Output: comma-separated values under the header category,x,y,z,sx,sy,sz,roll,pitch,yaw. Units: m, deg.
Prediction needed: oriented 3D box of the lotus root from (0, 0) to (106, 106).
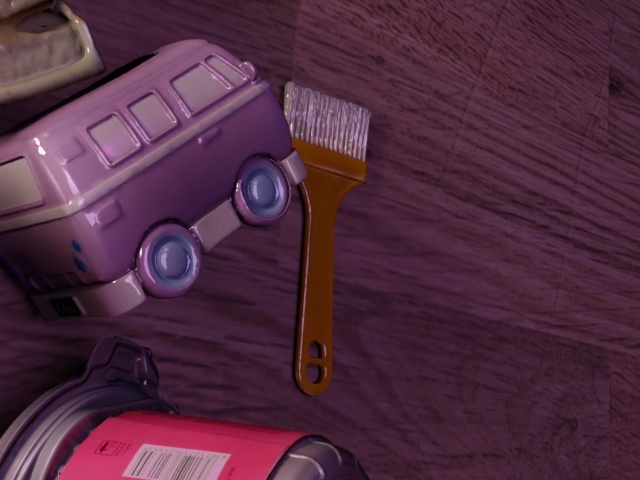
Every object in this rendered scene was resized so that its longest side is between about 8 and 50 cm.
category,x,y,z,sx,sy,sz,roll,pitch,yaw
lotus root,-0.241,-0.188,0.616,0.119,0.138,0.235,-32,104,-35

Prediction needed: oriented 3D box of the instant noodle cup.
category,x,y,z,sx,sy,sz,roll,pitch,yaw
instant noodle cup,-0.069,0.209,0.600,0.258,0.181,0.302,15,74,-66

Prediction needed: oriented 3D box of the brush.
category,x,y,z,sx,sy,sz,roll,pitch,yaw
brush,0.000,0.000,0.875,0.103,0.013,0.272,13,74,-39

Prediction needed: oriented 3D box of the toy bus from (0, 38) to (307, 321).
category,x,y,z,sx,sy,sz,roll,pitch,yaw
toy bus,-0.122,-0.046,0.689,0.202,0.142,0.142,-40,109,-38
